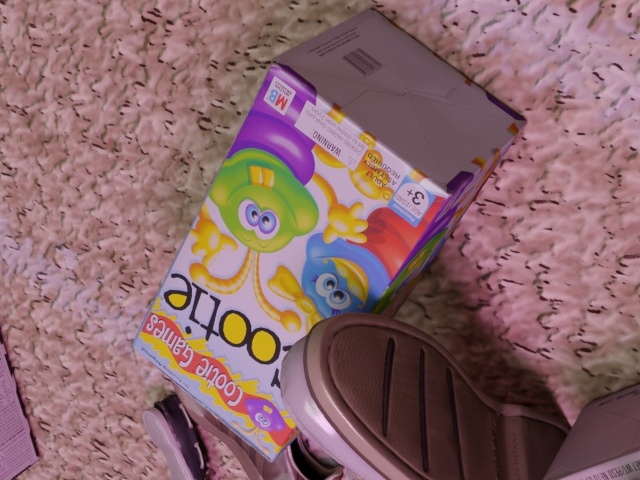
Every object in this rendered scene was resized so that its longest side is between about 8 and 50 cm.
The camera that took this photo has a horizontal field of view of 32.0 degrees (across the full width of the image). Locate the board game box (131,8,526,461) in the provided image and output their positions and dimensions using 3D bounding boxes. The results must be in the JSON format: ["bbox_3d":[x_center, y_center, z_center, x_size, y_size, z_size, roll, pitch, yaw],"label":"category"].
[{"bbox_3d":[0.000,0.000,0.799,0.142,0.144,0.275,38,127,10],"label":"board game box"}]

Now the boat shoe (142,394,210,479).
[{"bbox_3d":[-0.124,0.204,1.042,0.046,0.038,0.125,-12,106,55],"label":"boat shoe"}]

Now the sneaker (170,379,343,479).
[{"bbox_3d":[-0.053,0.152,0.969,0.071,0.066,0.188,-35,98,21],"label":"sneaker"}]

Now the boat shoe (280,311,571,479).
[{"bbox_3d":[0.066,0.141,0.763,0.103,0.113,0.302,-20,142,35],"label":"boat shoe"}]

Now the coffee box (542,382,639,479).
[{"bbox_3d":[0.305,0.231,0.740,0.168,0.119,0.297,-31,94,37],"label":"coffee box"}]

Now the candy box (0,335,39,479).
[{"bbox_3d":[-0.399,0.136,1.156,0.159,0.071,0.234,1,113,32],"label":"candy box"}]
